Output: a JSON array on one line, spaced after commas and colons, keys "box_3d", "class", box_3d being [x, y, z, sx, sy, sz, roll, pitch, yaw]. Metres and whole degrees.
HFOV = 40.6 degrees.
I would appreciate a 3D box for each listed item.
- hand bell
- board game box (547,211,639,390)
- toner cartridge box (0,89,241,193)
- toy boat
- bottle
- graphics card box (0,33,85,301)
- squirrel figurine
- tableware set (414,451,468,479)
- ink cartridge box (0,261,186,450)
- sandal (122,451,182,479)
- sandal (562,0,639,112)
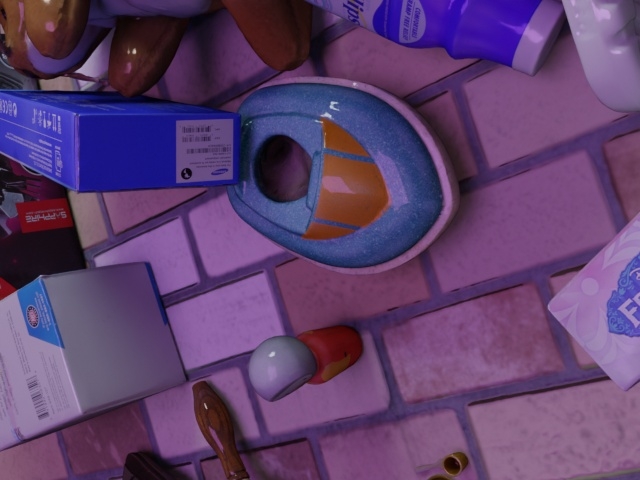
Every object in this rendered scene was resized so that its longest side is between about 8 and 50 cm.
[{"box_3d": [-0.101, 0.274, 1.017, 0.126, 0.126, 0.242, -48, 56, 31], "class": "hand bell"}, {"box_3d": [0.317, -0.066, 0.505, 0.066, 0.319, 0.318, 50, 121, 22], "class": "board game box"}, {"box_3d": [-0.236, -0.116, 0.934, 0.348, 0.165, 0.075, 21, 111, 56], "class": "toner cartridge box"}, {"box_3d": [0.000, 0.000, 0.855, 0.268, 0.148, 0.318, 13, 104, 34], "class": "toy boat"}, {"box_3d": [0.077, -0.234, 0.772, 0.283, 0.092, 0.118, 29, 156, 14], "class": "bottle"}, {"box_3d": [-0.465, -0.089, 1.135, 0.094, 0.233, 0.370, -19, 84, 41], "class": "graphics card box"}, {"box_3d": [-0.226, -0.352, 0.943, 0.370, 0.281, 0.396, -7, 78, 47], "class": "squirrel figurine"}, {"box_3d": [0.154, 0.286, 0.860, 0.104, 0.024, 0.154, -29, 79, 36], "class": "tableware set"}, {"box_3d": [-0.328, 0.150, 1.107, 0.233, 0.168, 0.171, -25, 81, 36], "class": "ink cartridge box"}, {"box_3d": [-0.184, 0.347, 1.105, 0.219, 0.060, 0.090, 31, 109, 45], "class": "sandal"}, {"box_3d": [0.171, -0.295, 0.676, 0.102, 0.169, 0.416, -15, 88, 42], "class": "sandal"}]
